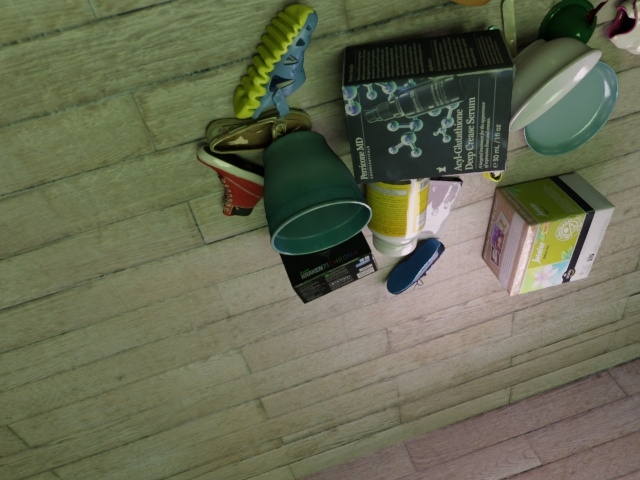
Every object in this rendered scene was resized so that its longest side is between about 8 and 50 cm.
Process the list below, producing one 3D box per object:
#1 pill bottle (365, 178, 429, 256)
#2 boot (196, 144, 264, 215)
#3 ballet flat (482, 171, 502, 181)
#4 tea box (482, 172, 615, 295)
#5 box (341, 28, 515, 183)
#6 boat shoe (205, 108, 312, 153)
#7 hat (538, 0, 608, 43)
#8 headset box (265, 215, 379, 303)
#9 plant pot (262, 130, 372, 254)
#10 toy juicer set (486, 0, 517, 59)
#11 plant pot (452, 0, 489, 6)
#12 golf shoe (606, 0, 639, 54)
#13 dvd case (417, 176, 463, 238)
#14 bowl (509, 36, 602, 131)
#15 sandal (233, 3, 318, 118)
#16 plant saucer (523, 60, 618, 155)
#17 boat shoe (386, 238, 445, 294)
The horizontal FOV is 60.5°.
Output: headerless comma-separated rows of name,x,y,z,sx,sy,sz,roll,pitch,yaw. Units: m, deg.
pill bottle,0.228,-0.120,1.656,0.187,0.188,0.334,-12,131,-10
boot,-0.264,-0.152,1.523,0.244,0.088,0.176,23,119,-38
ballet flat,0.535,-0.278,1.707,0.077,0.077,0.231,-22,132,0
tea box,0.775,-0.021,1.912,0.323,0.220,0.329,-12,131,-9
box,0.266,-0.335,1.400,0.395,0.212,0.294,-4,133,10
boat shoe,-0.155,-0.276,1.453,0.285,0.089,0.105,-12,131,-10
hat,0.708,-0.543,1.475,0.208,0.184,0.173,18,120,-31
headset box,0.000,0.000,1.622,0.246,0.283,0.131,-24,149,2
plant pot,-0.035,-0.136,1.446,0.271,0.255,0.272,-17,158,-7
toy juicer set,0.443,-0.470,1.506,0.329,0.089,0.209,-40,130,14
plant pot,0.337,-0.661,1.204,0.290,0.291,0.203,1,144,-20
golf shoe,0.908,-0.666,1.497,0.140,0.115,0.306,5,125,-19
dvd case,0.352,-0.104,1.820,0.179,0.030,0.239,0,129,-20
bowl,0.591,-0.445,1.488,0.298,0.134,0.298,-34,167,-9
sandal,-0.092,-0.423,1.344,0.138,0.126,0.317,14,131,-33
plant saucer,0.768,-0.410,1.705,0.317,0.044,0.318,-9,131,-11
boat shoe,0.347,0.107,1.941,0.258,0.109,0.089,-43,145,26
